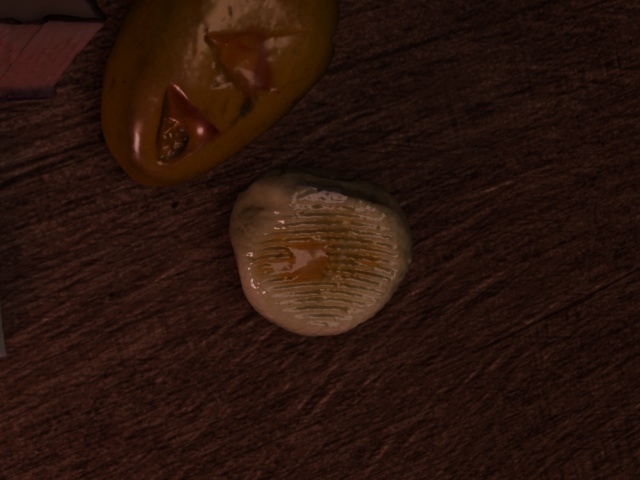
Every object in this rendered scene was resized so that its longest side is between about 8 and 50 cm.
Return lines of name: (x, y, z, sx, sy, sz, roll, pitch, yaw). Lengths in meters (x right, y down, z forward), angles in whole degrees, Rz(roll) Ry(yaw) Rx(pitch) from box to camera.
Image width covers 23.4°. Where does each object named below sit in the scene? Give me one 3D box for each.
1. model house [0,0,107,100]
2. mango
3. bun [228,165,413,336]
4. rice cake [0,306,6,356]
model house: (-0.416, -0.237, 1.737, 0.237, 0.202, 0.237, -48, 164, 28)
mango: (-0.130, -0.227, 1.898, 0.253, 0.182, 0.365, 36, 94, -32)
bun: (0.000, 0.000, 2.005, 0.243, 0.153, 0.244, -5, 114, -11)
rice cake: (-0.444, 0.034, 1.845, 0.127, 0.043, 0.237, -4, 99, -27)
